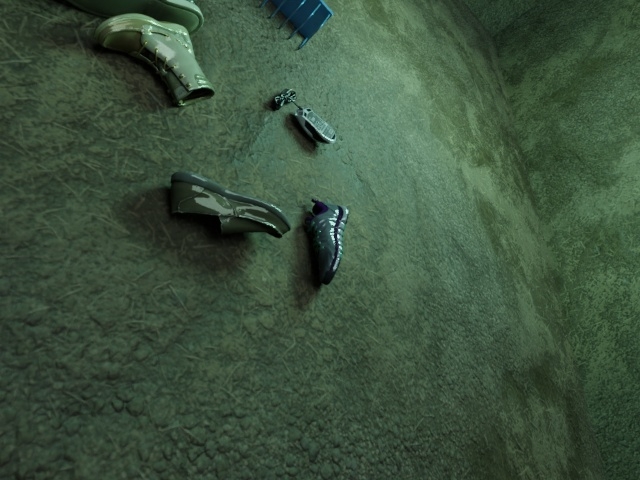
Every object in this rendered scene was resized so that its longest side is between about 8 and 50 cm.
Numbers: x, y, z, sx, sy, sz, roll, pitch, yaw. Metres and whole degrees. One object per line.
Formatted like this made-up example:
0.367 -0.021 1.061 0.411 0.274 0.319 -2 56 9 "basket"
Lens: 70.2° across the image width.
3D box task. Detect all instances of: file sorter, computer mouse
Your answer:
-0.073 -0.670 1.327 0.170 0.118 0.105 42 46 -20 "file sorter"
-0.040 -0.318 1.208 0.193 0.042 0.106 42 38 -12 "computer mouse"

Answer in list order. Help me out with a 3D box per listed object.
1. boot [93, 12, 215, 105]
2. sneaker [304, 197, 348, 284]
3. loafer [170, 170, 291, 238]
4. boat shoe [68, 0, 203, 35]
-0.321 -0.353 0.909 0.213 0.077 0.165 -24 87 -53 "boot"
0.000 0.000 1.047 0.098 0.083 0.224 19 48 -9 "sneaker"
-0.175 -0.048 0.879 0.251 0.094 0.088 21 77 -26 "loafer"
-0.389 -0.517 0.898 0.340 0.127 0.113 -5 69 -49 "boat shoe"
